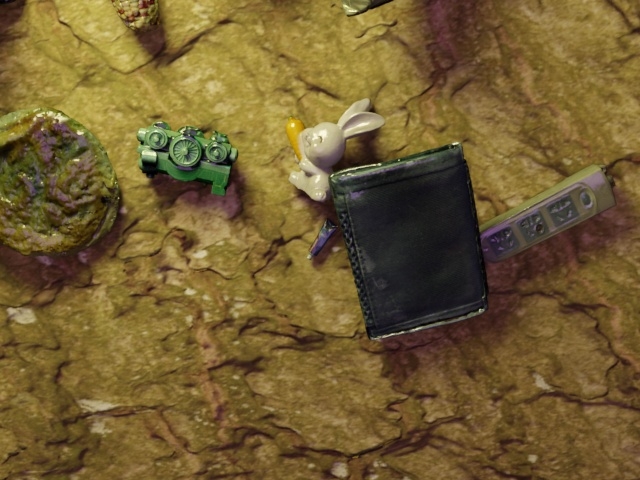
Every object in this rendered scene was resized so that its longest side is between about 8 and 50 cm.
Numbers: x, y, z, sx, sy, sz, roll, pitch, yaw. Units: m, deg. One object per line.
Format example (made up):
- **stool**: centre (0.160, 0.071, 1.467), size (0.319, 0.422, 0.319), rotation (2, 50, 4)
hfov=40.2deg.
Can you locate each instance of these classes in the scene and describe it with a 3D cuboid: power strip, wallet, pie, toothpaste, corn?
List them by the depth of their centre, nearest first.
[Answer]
- **corn**: centre (-0.330, -0.467, 1.442), size (0.086, 0.086, 0.253), rotation (-16, 106, 3)
- **pie**: centre (-0.490, -0.094, 1.534), size (0.277, 0.078, 0.277), rotation (0, 105, 1)
- **wallet**: centre (0.162, 0.004, 1.542), size (0.237, 0.075, 0.342), rotation (-14, 119, 3)
- **power strip**: centre (0.397, -0.043, 1.577), size (0.286, 0.048, 0.080), rotation (-27, 102, 7)
- **toothpaste**: centre (0.000, 0.000, 1.595), size (0.027, 0.019, 0.083), rotation (37, 101, 15)

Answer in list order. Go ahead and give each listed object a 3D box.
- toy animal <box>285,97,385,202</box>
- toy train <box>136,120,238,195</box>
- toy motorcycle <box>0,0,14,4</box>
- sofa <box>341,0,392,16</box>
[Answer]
- **toy animal**: centre (0.015, -0.169, 1.529), size (0.127, 0.131, 0.181), rotation (4, 115, -35)
- **toy train**: centre (-0.236, -0.146, 1.531), size (0.178, 0.071, 0.104), rotation (12, 114, -5)
- **toy motorcycle**: centre (-0.537, -0.475, 1.376), size (0.127, 0.205, 0.275), rotation (10, 109, -2)
- **sofa**: centre (0.082, -0.503, 1.394), size (0.210, 0.176, 0.225), rotation (-34, 136, -31)
